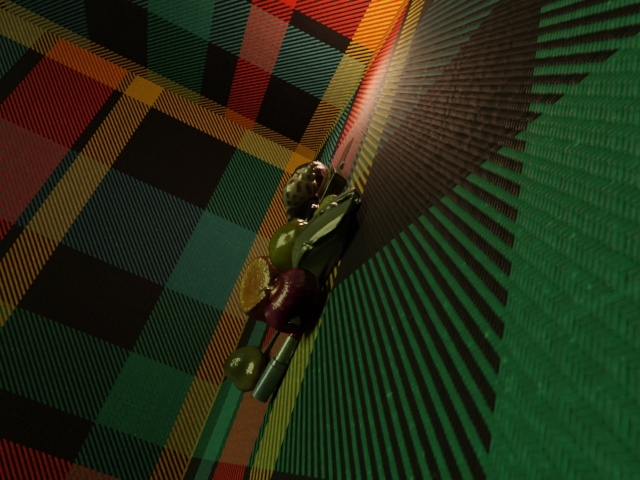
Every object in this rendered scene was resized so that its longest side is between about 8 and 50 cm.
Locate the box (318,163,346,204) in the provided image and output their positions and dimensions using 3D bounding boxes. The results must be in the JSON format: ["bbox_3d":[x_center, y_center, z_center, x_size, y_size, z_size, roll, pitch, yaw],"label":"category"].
[{"bbox_3d":[0.053,-0.251,2.151,0.160,0.071,0.240,-61,10,15],"label":"box"}]

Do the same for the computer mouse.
[{"bbox_3d":[-0.002,-0.003,1.593,0.429,0.145,0.228,-58,9,36],"label":"computer mouse"}]

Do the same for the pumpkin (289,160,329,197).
[{"bbox_3d":[-0.071,-0.291,2.440,0.260,0.189,0.261,-27,49,36],"label":"pumpkin"}]

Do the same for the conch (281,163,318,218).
[{"bbox_3d":[-0.094,-0.237,2.257,0.275,0.182,0.149,-46,61,32],"label":"conch"}]

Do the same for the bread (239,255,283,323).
[{"bbox_3d":[-0.233,0.205,2.064,0.312,0.172,0.313,-25,55,43],"label":"bread"}]

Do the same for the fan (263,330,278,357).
[{"bbox_3d":[-0.222,0.460,2.027,0.282,0.023,0.057,-62,16,13],"label":"fan"}]

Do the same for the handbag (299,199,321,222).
[{"bbox_3d":[-0.053,-0.060,2.142,0.308,0.092,0.254,-93,24,-71],"label":"handbag"}]

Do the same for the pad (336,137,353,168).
[{"bbox_3d":[0.107,-0.410,2.466,0.266,0.002,0.176,-68,9,-14],"label":"pad"}]

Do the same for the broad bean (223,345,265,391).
[{"bbox_3d":[-0.304,0.538,1.976,0.263,0.121,0.189,3,63,54],"label":"broad bean"}]

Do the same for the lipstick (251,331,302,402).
[{"bbox_3d":[-0.134,0.401,1.550,0.274,0.061,0.068,-61,4,-1],"label":"lipstick"}]

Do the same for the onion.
[{"bbox_3d":[-0.084,0.197,1.479,0.207,0.201,0.200,-32,8,-4],"label":"onion"}]

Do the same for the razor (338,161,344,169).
[{"bbox_3d":[0.081,-0.330,2.315,0.135,0.040,0.068,-62,9,-9],"label":"razor"}]

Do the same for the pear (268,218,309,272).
[{"bbox_3d":[-0.100,0.031,1.861,0.269,0.212,0.213,-44,22,49],"label":"pear"}]

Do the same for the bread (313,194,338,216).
[{"bbox_3d":[0.040,-0.100,1.743,0.114,0.111,0.129,-60,11,-18],"label":"bread"}]
